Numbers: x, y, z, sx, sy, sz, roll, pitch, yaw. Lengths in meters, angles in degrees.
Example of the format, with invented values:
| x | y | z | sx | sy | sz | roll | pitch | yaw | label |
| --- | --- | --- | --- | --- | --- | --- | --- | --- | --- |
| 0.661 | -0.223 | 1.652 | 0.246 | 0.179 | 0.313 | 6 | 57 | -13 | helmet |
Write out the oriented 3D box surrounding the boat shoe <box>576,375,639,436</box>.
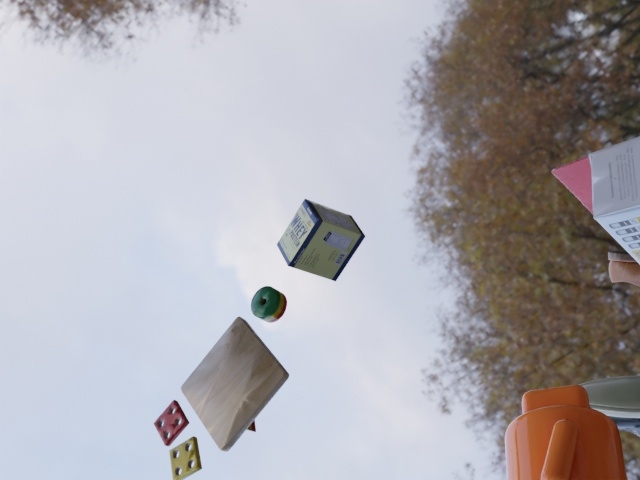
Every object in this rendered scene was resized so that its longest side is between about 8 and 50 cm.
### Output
| x | y | z | sx | sy | sz | roll | pitch | yaw | label |
| --- | --- | --- | --- | --- | --- | --- | --- | --- | --- |
| 0.536 | 0.274 | 1.324 | 0.127 | 0.340 | 0.113 | -37 | -64 | -58 | boat shoe |

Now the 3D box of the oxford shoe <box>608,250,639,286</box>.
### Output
| x | y | z | sx | sy | sz | roll | pitch | yaw | label |
| --- | --- | --- | --- | --- | --- | --- | --- | --- | --- |
| 0.667 | 0.064 | 1.708 | 0.076 | 0.212 | 0.076 | -6 | -82 | -50 | oxford shoe |

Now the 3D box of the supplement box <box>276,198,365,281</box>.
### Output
| x | y | z | sx | sy | sz | roll | pitch | yaw | label |
| --- | --- | --- | --- | --- | --- | --- | --- | --- | --- |
| 0.000 | 0.000 | 1.220 | 0.083 | 0.083 | 0.056 | 19 | -157 | -32 | supplement box |

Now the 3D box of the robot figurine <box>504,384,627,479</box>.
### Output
| x | y | z | sx | sy | sz | roll | pitch | yaw | label |
| --- | --- | --- | --- | --- | --- | --- | --- | --- | --- |
| 0.262 | 0.264 | 0.936 | 0.128 | 0.158 | 0.219 | 14 | -130 | -11 | robot figurine |

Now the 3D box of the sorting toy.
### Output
| x | y | z | sx | sy | sz | roll | pitch | yaw | label |
| --- | --- | --- | --- | --- | --- | --- | --- | --- | --- |
| -0.112 | 0.201 | 1.176 | 0.046 | 0.274 | 0.132 | 34 | -173 | -45 | sorting toy |

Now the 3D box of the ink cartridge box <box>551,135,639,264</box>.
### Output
| x | y | z | sx | sy | sz | roll | pitch | yaw | label |
| --- | --- | --- | --- | --- | --- | --- | --- | --- | --- |
| 0.567 | -0.039 | 1.431 | 0.309 | 0.272 | 0.130 | 34 | -130 | -40 | ink cartridge box |
